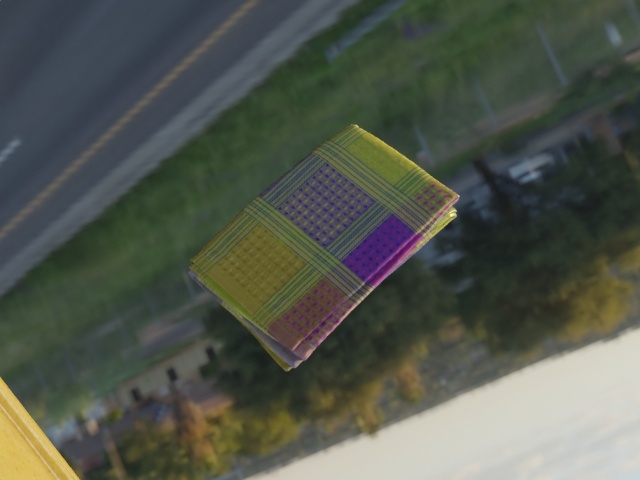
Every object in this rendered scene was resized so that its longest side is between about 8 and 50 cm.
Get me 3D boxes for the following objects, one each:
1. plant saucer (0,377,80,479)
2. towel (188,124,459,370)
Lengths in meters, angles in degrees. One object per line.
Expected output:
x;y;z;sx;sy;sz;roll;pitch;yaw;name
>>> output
-0.243;0.220;0.930;0.081;0.333;0.332;-14;-141;17;plant saucer
0.000;0.000;0.484;0.083;0.060;0.009;-44;148;-13;towel
